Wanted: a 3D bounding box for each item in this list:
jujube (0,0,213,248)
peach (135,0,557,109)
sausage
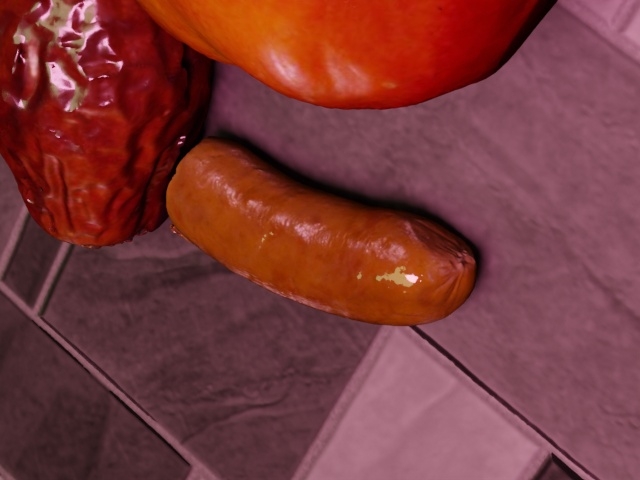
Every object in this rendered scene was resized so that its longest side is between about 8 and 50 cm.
[{"bbox_3d":[-0.187,-0.128,1.471,0.197,0.197,0.290,24,133,26],"label":"jujube"},{"bbox_3d":[0.046,-0.265,1.172,0.310,0.335,0.406,34,117,13],"label":"peach"},{"bbox_3d":[-0.001,0.001,1.442,0.271,0.109,0.108,20,116,28],"label":"sausage"}]
